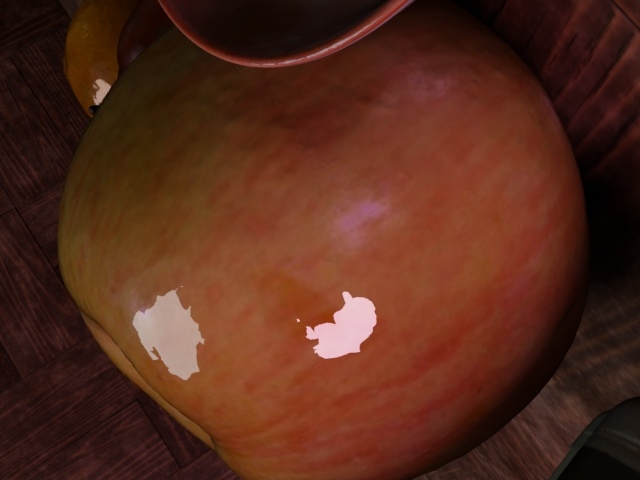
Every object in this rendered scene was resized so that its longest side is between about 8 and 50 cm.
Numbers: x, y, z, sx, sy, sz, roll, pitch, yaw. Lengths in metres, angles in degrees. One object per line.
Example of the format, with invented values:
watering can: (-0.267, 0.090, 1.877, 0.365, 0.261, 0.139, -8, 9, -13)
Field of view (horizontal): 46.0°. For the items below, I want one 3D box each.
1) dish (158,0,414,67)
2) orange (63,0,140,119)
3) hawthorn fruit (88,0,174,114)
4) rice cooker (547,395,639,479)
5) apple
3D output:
dish: (0.014, -0.214, 0.398, 0.085, 0.260, 0.260, 2, -140, -52)
orange: (-0.224, -0.238, 1.045, 0.261, 0.261, 0.261, 52, 167, 18)
hawthorn fruit: (-0.130, -0.189, 0.798, 0.208, 0.248, 0.208, 57, 168, 19)
rice cooker: (0.234, 0.269, 0.415, 0.335, 0.325, 0.335, 38, 176, 3)
apple: (0.000, 0.000, 0.570, 0.391, 0.346, 0.391, 46, 162, 20)
